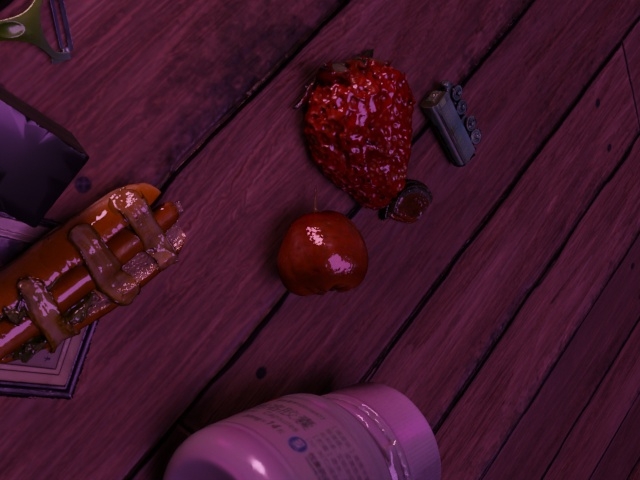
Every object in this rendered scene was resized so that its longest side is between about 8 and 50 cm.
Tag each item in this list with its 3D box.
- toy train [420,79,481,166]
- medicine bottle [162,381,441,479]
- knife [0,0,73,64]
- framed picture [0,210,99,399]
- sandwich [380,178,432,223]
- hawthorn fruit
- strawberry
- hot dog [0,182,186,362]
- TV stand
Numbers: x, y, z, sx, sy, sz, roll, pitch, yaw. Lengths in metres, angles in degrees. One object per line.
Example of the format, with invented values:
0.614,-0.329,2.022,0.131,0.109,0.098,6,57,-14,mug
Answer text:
0.212,-0.185,1.047,0.071,0.038,0.148,-51,131,-14,toy train
-0.013,0.326,0.861,0.325,0.256,0.256,-10,110,-47,medicine bottle
-0.310,-0.192,0.598,0.166,0.023,0.078,-21,111,-36,knife
-0.315,0.068,0.680,0.199,0.010,0.195,19,90,-43,framed picture
0.138,-0.060,1.028,0.101,0.026,0.069,3,100,-42,sandwich
-0.001,0.016,0.878,0.125,0.140,0.125,-35,161,-14,hawthorn fruit
0.060,-0.132,0.887,0.174,0.098,0.228,-21,116,-34,strawberry
-0.249,0.037,0.675,0.269,0.072,0.109,-42,125,-27,hot dog
-0.336,-0.120,0.546,0.088,0.083,0.269,-52,131,2,TV stand
